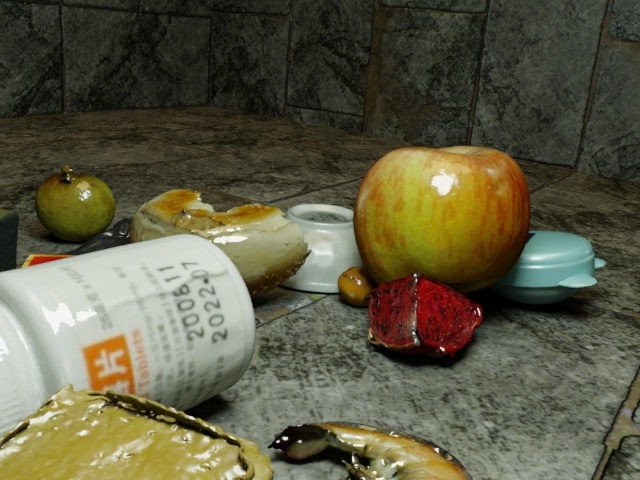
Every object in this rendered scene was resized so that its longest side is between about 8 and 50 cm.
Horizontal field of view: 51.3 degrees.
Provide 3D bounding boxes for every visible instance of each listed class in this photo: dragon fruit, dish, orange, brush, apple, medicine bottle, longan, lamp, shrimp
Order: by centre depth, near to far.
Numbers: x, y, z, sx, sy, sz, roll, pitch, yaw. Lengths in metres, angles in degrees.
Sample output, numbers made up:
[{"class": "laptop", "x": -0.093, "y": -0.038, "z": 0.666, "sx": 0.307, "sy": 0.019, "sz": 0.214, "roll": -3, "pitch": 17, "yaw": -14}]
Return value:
[{"class": "shrimp", "x": 0.011, "y": 0.247, "z": 0.650, "sx": 0.222, "sy": 0.054, "sz": 0.290, "roll": 21, "pitch": 24, "yaw": 40}, {"class": "medicine bottle", "x": -0.264, "y": 0.124, "z": 0.709, "sx": 0.211, "sy": 0.211, "sz": 0.371, "roll": 18, "pitch": 22, "yaw": 35}, {"class": "dragon fruit", "x": 0.162, "y": 0.133, "z": 1.033, "sx": 0.161, "sy": 0.121, "sz": 0.127, "roll": 21, "pitch": -28, "yaw": -24}, {"class": "brush", "x": -0.560, "y": 0.024, "z": 1.080, "sx": 0.059, "sy": 0.123, "sz": 0.197, "roll": 9, "pitch": 18, "yaw": 0}, {"class": "apple", "x": 0.202, "y": -0.024, "z": 1.125, "sx": 0.301, "sy": 0.302, "sz": 0.301, "roll": 5, "pitch": 18, "yaw": -1}, {"class": "orange", "x": 0.067, "y": 0.082, "z": 1.176, "sx": 0.086, "sy": 0.062, "sz": 0.086, "roll": 17, "pitch": 18, "yaw": -6}, {"class": "lamp", "x": 0.376, "y": 0.037, "z": 1.257, "sx": 0.284, "sy": 0.147, "sz": 0.209, "roll": 23, "pitch": 21, "yaw": 23}, {"class": "dish", "x": 0.000, "y": 0.000, "z": 1.321, "sx": 0.303, "sy": 0.120, "sz": 0.303, "roll": 5, "pitch": 18, "yaw": -2}, {"class": "longan", "x": -0.499, "y": -0.079, "z": 1.353, "sx": 0.154, "sy": 0.176, "sz": 0.145, "roll": -14, "pitch": 37, "yaw": -12}]

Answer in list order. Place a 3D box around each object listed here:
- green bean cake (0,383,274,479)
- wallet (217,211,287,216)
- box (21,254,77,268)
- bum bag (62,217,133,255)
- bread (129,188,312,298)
[{"class": "green bean cake", "x": -0.171, "y": 0.230, "z": 0.493, "sx": 0.229, "sy": 0.131, "sz": 0.224, "roll": 12, "pitch": 30, "yaw": 21}, {"class": "wallet", "x": -0.115, "y": -0.034, "z": 1.492, "sx": 0.241, "sy": 0.067, "sz": 0.141, "roll": -2, "pitch": 8, "yaw": -31}, {"class": "box", "x": -0.388, "y": 0.092, "z": 1.011, "sx": 0.153, "sy": 0.074, "sz": 0.240, "roll": -2, "pitch": 20, "yaw": -10}, {"class": "bum bag", "x": -0.374, "y": 0.001, "z": 1.271, "sx": 0.137, "sy": 0.074, "sz": 0.310, "roll": -5, "pitch": 13, "yaw": 17}, {"class": "bread", "x": -0.188, "y": 0.021, "z": 1.116, "sx": 0.314, "sy": 0.171, "sz": 0.192, "roll": 9, "pitch": 21, "yaw": 18}]
